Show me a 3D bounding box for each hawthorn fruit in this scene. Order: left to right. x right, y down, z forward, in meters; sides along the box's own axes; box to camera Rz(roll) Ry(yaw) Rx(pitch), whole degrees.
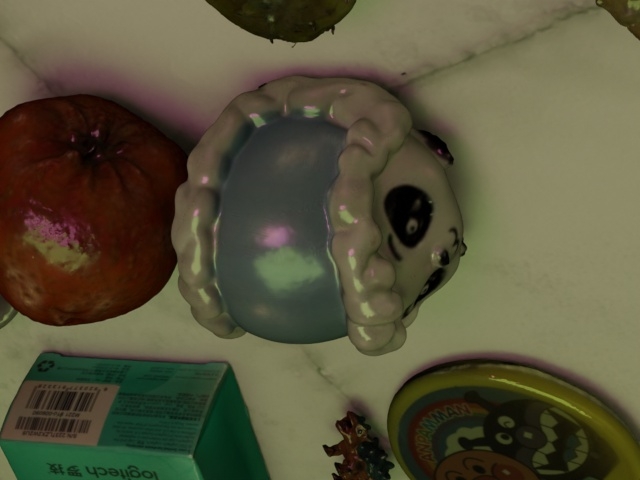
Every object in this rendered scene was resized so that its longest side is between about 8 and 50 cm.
[{"bbox_3d":[-0.193,-0.011,1.216,0.179,0.179,0.200,27,135,-7],"label":"hawthorn fruit"}]

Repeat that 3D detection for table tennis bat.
[{"bbox_3d":[0.229,0.220,1.377,0.369,0.054,0.224,26,138,0],"label":"table tennis bat"}]

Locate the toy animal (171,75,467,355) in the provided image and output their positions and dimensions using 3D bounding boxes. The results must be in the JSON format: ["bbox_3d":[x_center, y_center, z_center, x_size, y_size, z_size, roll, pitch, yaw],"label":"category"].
[{"bbox_3d":[0.000,0.000,1.170,0.204,0.156,0.208,8,139,19],"label":"toy animal"}]

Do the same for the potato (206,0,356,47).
[{"bbox_3d":[-0.062,-0.220,1.019,0.117,0.090,0.225,-33,113,24],"label":"potato"}]

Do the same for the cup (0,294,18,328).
[{"bbox_3d":[-0.399,0.020,1.322,0.301,0.227,0.257,-4,135,-16],"label":"cup"}]

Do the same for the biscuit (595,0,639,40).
[{"bbox_3d":[0.208,-0.207,0.957,0.141,0.038,0.289,-7,125,23],"label":"biscuit"}]

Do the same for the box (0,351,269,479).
[{"bbox_3d":[-0.157,0.255,1.509,0.205,0.118,0.311,4,134,20],"label":"box"}]

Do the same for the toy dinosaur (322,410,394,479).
[{"bbox_3d":[0.039,0.211,1.438,0.055,0.049,0.154,-27,129,-9],"label":"toy dinosaur"}]
